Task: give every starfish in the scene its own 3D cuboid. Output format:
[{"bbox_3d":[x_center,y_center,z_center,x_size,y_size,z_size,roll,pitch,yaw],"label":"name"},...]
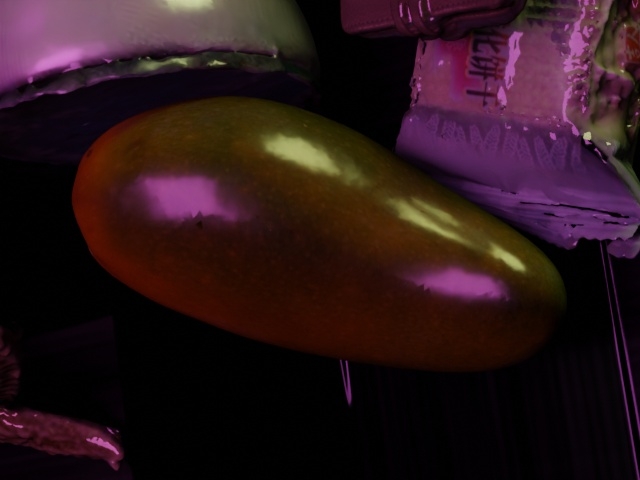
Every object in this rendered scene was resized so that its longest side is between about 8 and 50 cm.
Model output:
[{"bbox_3d":[-0.343,0.062,1.217,0.432,0.324,0.082,20,70,35],"label":"starfish"}]

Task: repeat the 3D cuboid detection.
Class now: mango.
[{"bbox_3d":[-0.002,0.003,0.973,0.289,0.129,0.146,24,139,6],"label":"mango"}]

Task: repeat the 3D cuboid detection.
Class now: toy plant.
[{"bbox_3d":[-0.133,-0.220,1.083,0.247,0.247,0.332,-20,74,37],"label":"toy plant"}]

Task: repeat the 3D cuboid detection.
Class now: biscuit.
[{"bbox_3d":[0.131,-0.155,0.955,0.186,0.079,0.309,14,96,42],"label":"biscuit"}]

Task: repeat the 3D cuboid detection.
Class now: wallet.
[{"bbox_3d":[0.064,-0.168,0.936,0.152,0.038,0.118,3,86,53],"label":"wallet"}]
